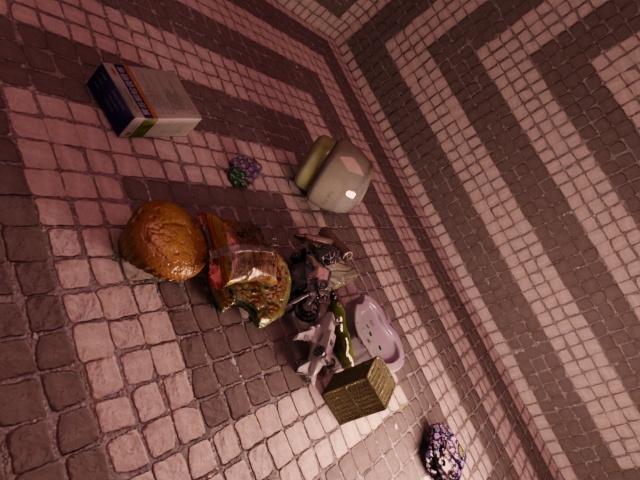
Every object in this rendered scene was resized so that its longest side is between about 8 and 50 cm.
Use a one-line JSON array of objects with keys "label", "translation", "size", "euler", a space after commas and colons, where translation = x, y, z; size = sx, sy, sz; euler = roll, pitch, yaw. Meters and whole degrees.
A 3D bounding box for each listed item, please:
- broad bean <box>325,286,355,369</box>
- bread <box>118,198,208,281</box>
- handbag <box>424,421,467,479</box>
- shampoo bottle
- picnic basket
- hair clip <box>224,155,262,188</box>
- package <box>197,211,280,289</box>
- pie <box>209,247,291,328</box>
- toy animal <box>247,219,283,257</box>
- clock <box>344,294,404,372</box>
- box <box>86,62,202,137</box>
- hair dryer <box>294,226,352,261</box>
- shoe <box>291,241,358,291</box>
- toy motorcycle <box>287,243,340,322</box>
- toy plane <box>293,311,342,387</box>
[{"label": "broad bean", "translation": [0.065, 0.333, 1.621], "size": [0.061, 0.077, 0.339], "euler": [-133, -150, -72]}, {"label": "bread", "translation": [-0.415, 0.008, 1.207], "size": [0.240, 0.139, 0.240], "euler": [36, 37, -33]}, {"label": "handbag", "translation": [0.492, 0.859, 1.774], "size": [0.228, 0.127, 0.208], "euler": [61, 28, -11]}, {"label": "shampoo bottle", "translation": [0.067, -0.290, 2.009], "size": [0.317, 0.322, 0.322], "euler": [33, 32, 0]}, {"label": "picnic basket", "translation": [0.133, 0.496, 1.509], "size": [0.134, 0.196, 0.154], "euler": [57, 29, -1]}, {"label": "hair clip", "translation": [-0.303, -0.268, 1.742], "size": [0.124, 0.052, 0.195], "euler": [41, 41, -9]}, {"label": "package", "translation": [-0.227, 0.027, 1.313], "size": [0.288, 0.108, 0.223], "euler": [8, 58, -62]}, {"label": "pie", "translation": [-0.212, 0.128, 1.414], "size": [0.302, 0.067, 0.302], "euler": [19, 55, -30]}, {"label": "toy animal", "translation": [-0.178, 0.027, 1.585], "size": [0.155, 0.095, 0.219], "euler": [20, 48, -33]}, {"label": "clock", "translation": [0.203, 0.391, 1.805], "size": [0.338, 0.102, 0.338], "euler": [37, 35, -32]}, {"label": "box", "translation": [-0.558, -0.448, 1.459], "size": [0.200, 0.106, 0.299], "euler": [59, 31, 3]}, {"label": "hair dryer", "translation": [0.004, 0.007, 1.867], "size": [0.220, 0.053, 0.195], "euler": [6, 30, -44]}, {"label": "shoe", "translation": [0.015, 0.098, 1.771], "size": [0.342, 0.132, 0.210], "euler": [-10, 74, -55]}, {"label": "toy motorcycle", "translation": [-0.046, 0.133, 1.568], "size": [0.173, 0.108, 0.307], "euler": [18, 63, 6]}, {"label": "toy plane", "translation": [0.005, 0.347, 1.488], "size": [0.251, 0.101, 0.255], "euler": [59, 44, -40]}]
